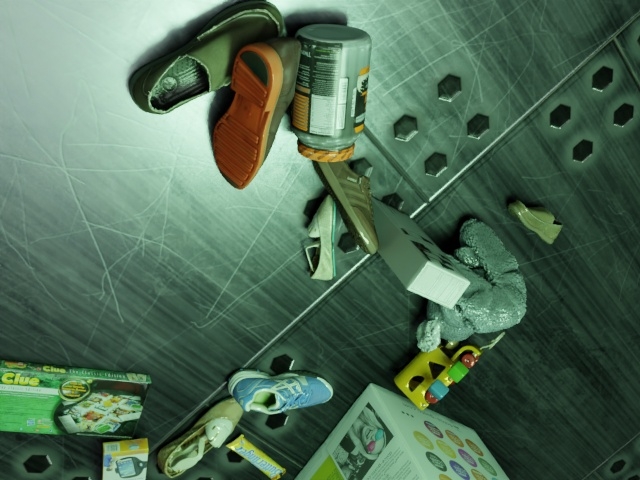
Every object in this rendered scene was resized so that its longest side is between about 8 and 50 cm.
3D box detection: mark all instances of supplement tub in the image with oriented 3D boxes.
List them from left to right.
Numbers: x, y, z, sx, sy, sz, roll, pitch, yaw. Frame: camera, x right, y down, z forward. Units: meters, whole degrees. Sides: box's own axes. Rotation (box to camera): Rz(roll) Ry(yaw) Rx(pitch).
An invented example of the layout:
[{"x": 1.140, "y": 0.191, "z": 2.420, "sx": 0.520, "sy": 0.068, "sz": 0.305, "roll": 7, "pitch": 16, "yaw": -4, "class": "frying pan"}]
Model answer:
[{"x": 0.014, "y": -0.224, "z": 1.177, "sx": 0.117, "sy": 0.117, "sz": 0.190, "roll": -6, "pitch": 121, "yaw": -17, "class": "supplement tub"}]

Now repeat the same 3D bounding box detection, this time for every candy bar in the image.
[{"x": -0.129, "y": 0.443, "z": 1.568, "sx": 0.040, "sy": 0.018, "sz": 0.161, "roll": -39, "pitch": 124, "yaw": 4, "class": "candy bar"}]

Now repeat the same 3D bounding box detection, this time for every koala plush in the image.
[{"x": 0.263, "y": 0.118, "z": 1.440, "sx": 0.196, "sy": 0.203, "sz": 0.221, "roll": -29, "pitch": 157, "yaw": -30, "class": "koala plush"}]

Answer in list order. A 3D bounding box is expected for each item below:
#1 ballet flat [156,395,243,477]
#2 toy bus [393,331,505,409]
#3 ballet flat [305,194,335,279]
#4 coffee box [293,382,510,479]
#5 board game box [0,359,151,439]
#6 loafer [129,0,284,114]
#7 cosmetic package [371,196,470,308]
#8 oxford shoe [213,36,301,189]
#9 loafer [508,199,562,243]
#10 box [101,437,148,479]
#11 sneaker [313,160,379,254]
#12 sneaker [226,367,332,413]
[{"x": -0.221, "y": 0.381, "z": 1.467, "sx": 0.206, "sy": 0.067, "sz": 0.073, "roll": -41, "pitch": 123, "yaw": 5, "class": "ballet flat"}, {"x": 0.239, "y": 0.241, "z": 1.539, "sx": 0.202, "sy": 0.104, "sz": 0.191, "roll": -36, "pitch": 164, "yaw": -36, "class": "toy bus"}, {"x": 0.000, "y": 0.000, "z": 1.340, "sx": 0.052, "sy": 0.057, "sz": 0.168, "roll": -3, "pitch": 120, "yaw": -5, "class": "ballet flat"}, {"x": 0.180, "y": 0.564, "z": 1.563, "sx": 0.338, "sy": 0.334, "sz": 0.338, "roll": 29, "pitch": 105, "yaw": -31, "class": "coffee box"}, {"x": -0.442, "y": 0.282, "z": 1.351, "sx": 0.260, "sy": 0.030, "sz": 0.136, "roll": 12, "pitch": 116, "yaw": -26, "class": "board game box"}, {"x": -0.156, "y": -0.253, "z": 1.113, "sx": 0.251, "sy": 0.087, "sz": 0.094, "roll": -35, "pitch": 125, "yaw": 1, "class": "loafer"}, {"x": 0.148, "y": 0.014, "z": 1.291, "sx": 0.099, "sy": 0.239, "sz": 0.060, "roll": 26, "pitch": 106, "yaw": -31, "class": "cosmetic package"}, {"x": -0.088, "y": -0.184, "z": 1.159, "sx": 0.098, "sy": 0.097, "sz": 0.271, "roll": -36, "pitch": 162, "yaw": -41, "class": "oxford shoe"}, {"x": 0.410, "y": -0.044, "z": 1.471, "sx": 0.148, "sy": 0.056, "sz": 0.050, "roll": 29, "pitch": 105, "yaw": -42, "class": "loafer"}, {"x": -0.368, "y": 0.425, "z": 1.449, "sx": 0.081, "sy": 0.028, "sz": 0.136, "roll": -2, "pitch": 130, "yaw": -19, "class": "box"}, {"x": 0.061, "y": -0.071, "z": 1.270, "sx": 0.071, "sy": 0.066, "sz": 0.188, "roll": -29, "pitch": 89, "yaw": -10, "class": "sneaker"}, {"x": -0.071, "y": 0.298, "z": 1.468, "sx": 0.211, "sy": 0.081, "sz": 0.080, "roll": 5, "pitch": 115, "yaw": -25, "class": "sneaker"}]
